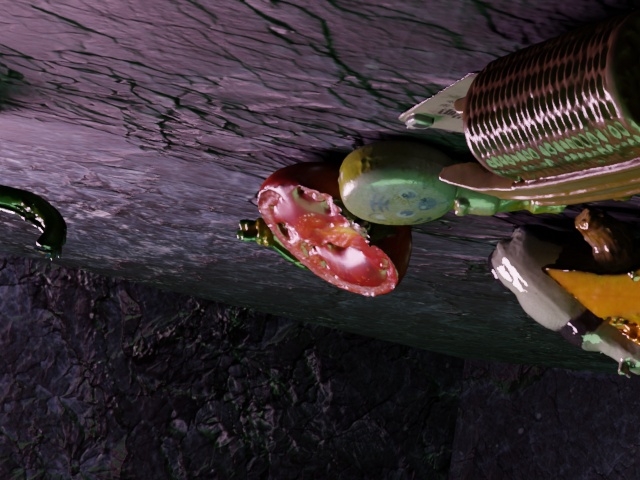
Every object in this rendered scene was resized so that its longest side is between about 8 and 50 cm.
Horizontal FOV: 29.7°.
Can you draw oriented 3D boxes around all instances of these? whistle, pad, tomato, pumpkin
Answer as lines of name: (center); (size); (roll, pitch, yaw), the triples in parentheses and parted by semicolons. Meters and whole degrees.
whistle: (0.114, -0.051, 1.042); (0.198, 0.057, 0.104); (1, 156, 0)
pad: (0.204, -0.076, 0.894); (0.265, 0.009, 0.159); (11, 171, -14)
tomato: (0.024, -0.029, 1.153); (0.159, 0.091, 0.139); (40, 152, -15)
pumpkin: (0.339, 0.037, 1.142); (0.248, 0.126, 0.131); (37, -140, 23)

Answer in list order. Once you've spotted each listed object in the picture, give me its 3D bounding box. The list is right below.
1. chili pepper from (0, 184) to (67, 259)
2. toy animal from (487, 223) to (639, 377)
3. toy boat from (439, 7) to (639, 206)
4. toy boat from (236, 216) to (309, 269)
chili pepper: (-0.363, -0.048, 1.124); (0.261, 0.174, 0.165); (17, 174, -15)
toy animal: (0.274, 0.062, 1.257); (0.225, 0.094, 0.121); (46, -155, 20)
toy boat: (0.164, -0.074, 0.661); (0.115, 0.089, 0.310); (15, 170, -23)
toy boat: (0.000, 0.000, 1.359); (0.088, 0.089, 0.229); (-13, 165, 31)
